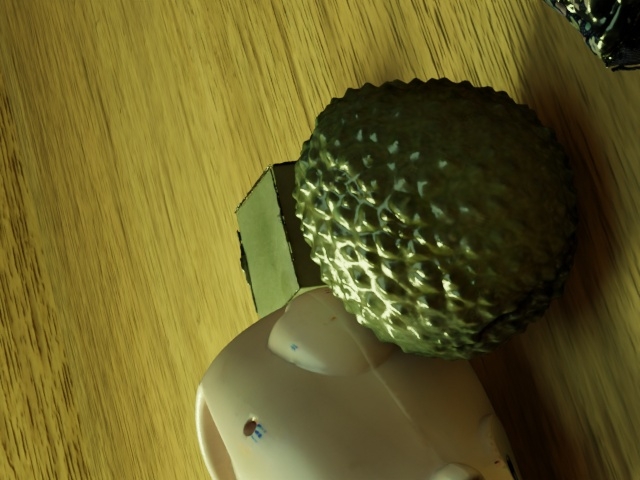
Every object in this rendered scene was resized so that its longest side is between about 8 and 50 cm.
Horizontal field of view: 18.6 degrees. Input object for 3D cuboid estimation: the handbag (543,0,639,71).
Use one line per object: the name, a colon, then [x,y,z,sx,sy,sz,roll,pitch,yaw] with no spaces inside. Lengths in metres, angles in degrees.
handbag: [0.226,-0.263,1.533,0.208,0.127,0.228,-127,45,-54]

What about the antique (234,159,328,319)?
antique: [0.000,0.000,2.139,0.146,0.148,0.152,131,129,-63]

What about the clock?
clock: [0.043,0.238,1.884,0.377,0.250,0.368,43,151,50]

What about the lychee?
lychee: [0.105,-0.023,1.745,0.255,0.274,0.255,-48,26,32]
